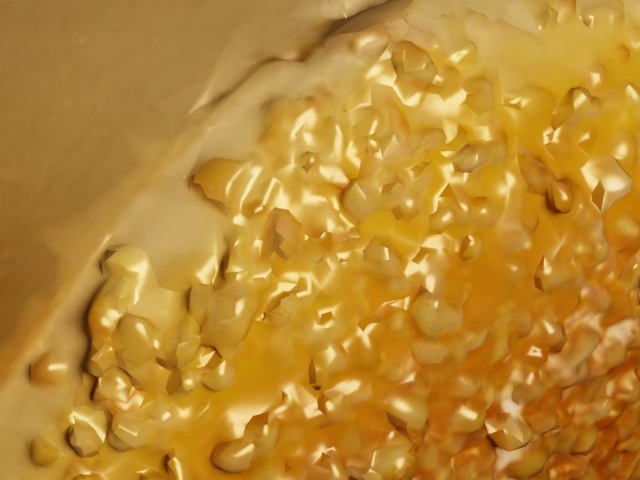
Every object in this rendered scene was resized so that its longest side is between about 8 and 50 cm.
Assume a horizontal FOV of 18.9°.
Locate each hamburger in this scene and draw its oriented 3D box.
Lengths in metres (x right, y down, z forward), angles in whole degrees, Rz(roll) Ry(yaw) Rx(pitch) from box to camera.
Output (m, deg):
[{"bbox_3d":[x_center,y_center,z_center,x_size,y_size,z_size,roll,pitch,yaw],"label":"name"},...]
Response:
[{"bbox_3d":[0.004,0.039,0.491,0.170,0.302,0.302,32,24,30],"label":"hamburger"}]
